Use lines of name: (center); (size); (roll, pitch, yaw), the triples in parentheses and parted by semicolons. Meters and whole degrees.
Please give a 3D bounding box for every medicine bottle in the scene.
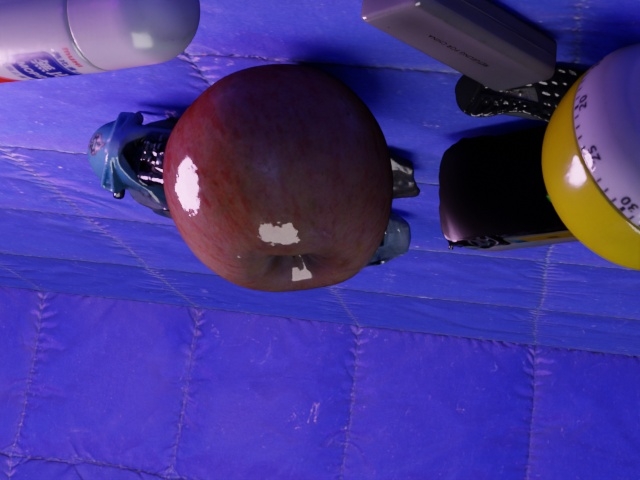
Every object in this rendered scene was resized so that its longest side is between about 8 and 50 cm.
medicine bottle: (-0.291, -0.259, 1.422); (0.340, 0.130, 0.130); (-1, 164, 32)

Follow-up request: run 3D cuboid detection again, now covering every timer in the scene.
timer: (0.370, -0.075, 1.438); (0.285, 0.285, 0.285); (8, 167, 2)

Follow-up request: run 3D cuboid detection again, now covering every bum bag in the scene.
bum bag: (0.038, -0.095, 2.033); (0.310, 0.074, 0.137); (-5, 151, 42)

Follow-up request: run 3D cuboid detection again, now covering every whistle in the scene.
whistle: (0.000, 0.000, 2.255); (0.347, 0.189, 0.189); (-3, 167, -3)

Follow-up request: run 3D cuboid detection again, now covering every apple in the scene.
apple: (-0.048, -0.068, 1.648); (0.344, 0.269, 0.345); (-24, 157, -11)

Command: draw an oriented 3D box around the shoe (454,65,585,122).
shoe: (0.269, -0.188, 1.548); (0.194, 0.074, 0.077); (4, -170, 7)

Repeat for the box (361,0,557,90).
box: (0.163, -0.241, 1.391); (0.243, 0.055, 0.103); (20, 162, -40)

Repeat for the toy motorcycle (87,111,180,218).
toy motorcycle: (-0.225, -0.116, 1.954); (0.232, 0.172, 0.416); (13, 178, 13)

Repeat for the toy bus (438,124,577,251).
toy bus: (0.362, -0.081, 1.732); (0.162, 0.171, 0.386); (6, 170, -41)
